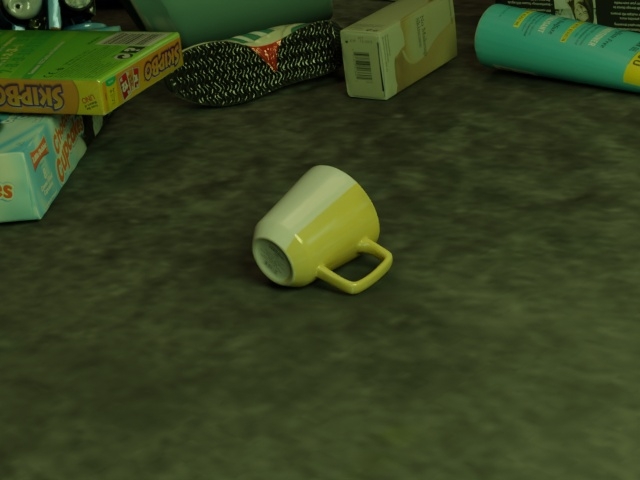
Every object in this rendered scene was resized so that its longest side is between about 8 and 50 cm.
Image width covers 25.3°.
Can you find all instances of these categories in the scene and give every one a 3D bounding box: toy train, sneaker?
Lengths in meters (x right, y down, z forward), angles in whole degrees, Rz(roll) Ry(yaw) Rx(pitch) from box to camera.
[{"bbox_3d":[-0.265,-0.219,1.369,0.105,0.080,0.184,-5,1,-15],"label":"toy train"},{"bbox_3d":[-0.058,-0.152,1.237,0.161,0.057,0.075,-15,8,-11],"label":"sneaker"}]

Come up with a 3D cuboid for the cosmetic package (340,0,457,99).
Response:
[{"bbox_3d":[0.067,-0.165,1.197,0.041,0.060,0.115,10,32,35],"label":"cosmetic package"}]

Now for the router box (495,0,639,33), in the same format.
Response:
[{"bbox_3d":[0.277,-0.263,1.113,0.308,0.243,0.081,11,30,37],"label":"router box"}]

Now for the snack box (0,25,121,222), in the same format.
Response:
[{"bbox_3d":[-0.280,-0.094,1.164,0.187,0.060,0.322,-6,24,8],"label":"snack box"}]

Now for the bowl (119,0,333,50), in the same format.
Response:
[{"bbox_3d":[-0.137,-0.301,1.344,0.163,0.312,0.311,-34,27,-5],"label":"bowl"}]

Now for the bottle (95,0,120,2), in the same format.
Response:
[{"bbox_3d":[-0.214,-0.326,1.591,0.282,0.118,0.092,3,26,28],"label":"bottle"}]

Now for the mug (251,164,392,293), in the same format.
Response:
[{"bbox_3d":[-0.003,-0.003,0.859,0.078,0.062,0.064,7,35,46],"label":"mug"}]

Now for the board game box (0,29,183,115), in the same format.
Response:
[{"bbox_3d":[-0.251,-0.136,1.128,0.259,0.039,0.124,7,27,23],"label":"board game box"}]

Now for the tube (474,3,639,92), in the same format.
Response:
[{"bbox_3d":[0.220,-0.143,1.116,0.207,0.052,0.080,18,44,35],"label":"tube"}]
